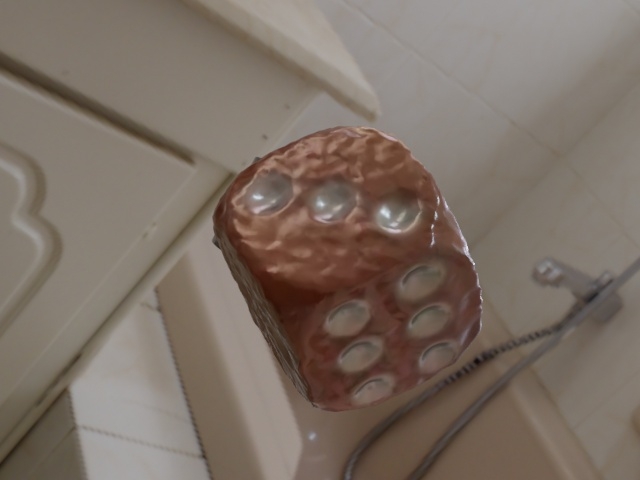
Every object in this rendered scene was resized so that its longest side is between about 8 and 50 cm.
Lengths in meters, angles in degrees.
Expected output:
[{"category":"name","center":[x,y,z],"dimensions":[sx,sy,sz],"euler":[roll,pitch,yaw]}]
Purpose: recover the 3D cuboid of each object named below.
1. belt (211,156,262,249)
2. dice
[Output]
[{"category":"belt","center":[0.000,0.000,1.155],"dimensions":[0.212,0.117,0.347],"euler":[26,0,8]},{"category":"dice","center":[0.021,0.027,0.853],"dimensions":[0.175,0.174,0.179],"euler":[77,-14,-51]}]
